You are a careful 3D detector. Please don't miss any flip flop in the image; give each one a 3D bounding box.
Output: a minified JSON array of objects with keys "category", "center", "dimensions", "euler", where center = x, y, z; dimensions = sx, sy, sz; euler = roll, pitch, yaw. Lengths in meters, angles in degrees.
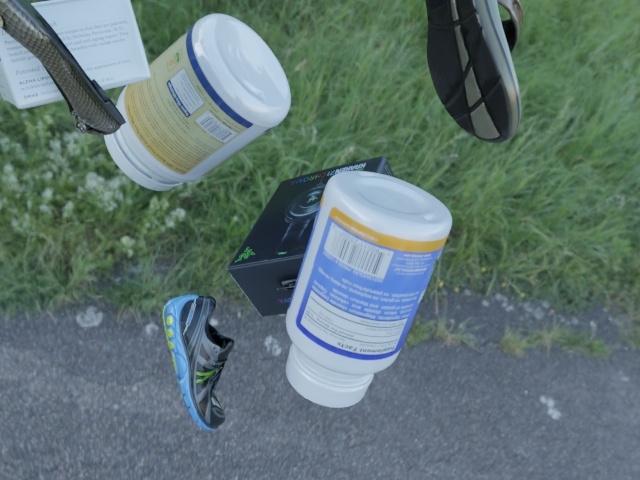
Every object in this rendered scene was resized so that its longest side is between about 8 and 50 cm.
[{"category":"flip flop","center":[0.149,-0.229,0.577],"dimensions":[0.080,0.277,0.112],"euler":[-24,14,-17]}]

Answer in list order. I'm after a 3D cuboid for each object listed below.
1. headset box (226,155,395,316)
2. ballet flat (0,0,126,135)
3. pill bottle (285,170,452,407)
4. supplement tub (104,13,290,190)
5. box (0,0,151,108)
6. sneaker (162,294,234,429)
[{"category":"headset box","center":[0.000,0.000,1.084],"dimensions":[0.246,0.131,0.283],"euler":[-10,36,33]},{"category":"ballet flat","center":[-0.313,-0.201,0.690],"dimensions":[0.058,0.250,0.084],"euler":[-35,62,-4]},{"category":"pill bottle","center":[0.044,0.066,0.731],"dimensions":[0.152,0.272,0.152],"euler":[14,26,-7]},{"category":"supplement tub","center":[-0.239,-0.250,1.137],"dimensions":[0.228,0.316,0.228],"euler":[38,37,-36]},{"category":"box","center":[-0.358,-0.266,0.825],"dimensions":[0.182,0.119,0.181],"euler":[-22,25,-26]},{"category":"sneaker","center":[-0.139,0.153,0.732],"dimensions":[0.078,0.188,0.067],"euler":[-13,21,-18]}]
